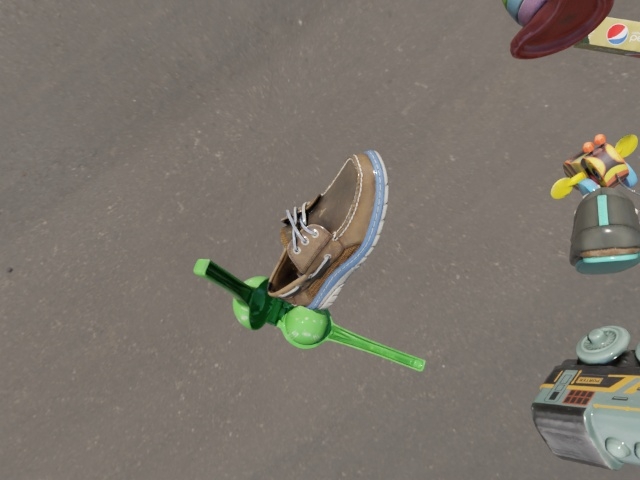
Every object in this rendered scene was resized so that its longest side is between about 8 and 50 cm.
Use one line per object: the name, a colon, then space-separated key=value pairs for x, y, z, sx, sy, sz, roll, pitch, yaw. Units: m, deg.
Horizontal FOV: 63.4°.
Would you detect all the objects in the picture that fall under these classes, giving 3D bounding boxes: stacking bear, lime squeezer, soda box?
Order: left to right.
lime squeezer: x=-0.018 y=0.075 z=0.541 sx=0.310 sy=0.110 sz=0.059 roll=31 pitch=56 yaw=-37
stacking bear: x=0.391 y=-0.503 z=0.955 sx=0.164 sy=0.175 sz=0.289 roll=-9 pitch=67 yaw=-29
soda box: x=0.632 y=-0.419 z=1.075 sx=0.181 sy=0.061 sz=0.058 roll=13 pitch=103 yaw=7

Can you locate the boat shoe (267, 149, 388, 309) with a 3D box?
boat shoe: x=0.000 y=0.000 z=0.449 sx=0.066 sy=0.066 sz=0.183 roll=3 pitch=133 yaw=-23

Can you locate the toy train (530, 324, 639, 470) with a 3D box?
toy train: x=0.434 y=0.206 z=0.650 sx=0.190 sy=0.334 sz=0.142 roll=-39 pitch=100 yaw=-29

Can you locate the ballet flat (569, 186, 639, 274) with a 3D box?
ballet flat: x=0.368 y=-0.011 z=0.662 sx=0.095 sy=0.280 sz=0.096 roll=-7 pitch=80 yaw=23

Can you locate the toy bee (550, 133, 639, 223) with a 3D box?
toy bee: x=0.601 y=-0.160 z=1.095 sx=0.195 sy=0.298 sz=0.162 roll=-40 pitch=105 yaw=-11
